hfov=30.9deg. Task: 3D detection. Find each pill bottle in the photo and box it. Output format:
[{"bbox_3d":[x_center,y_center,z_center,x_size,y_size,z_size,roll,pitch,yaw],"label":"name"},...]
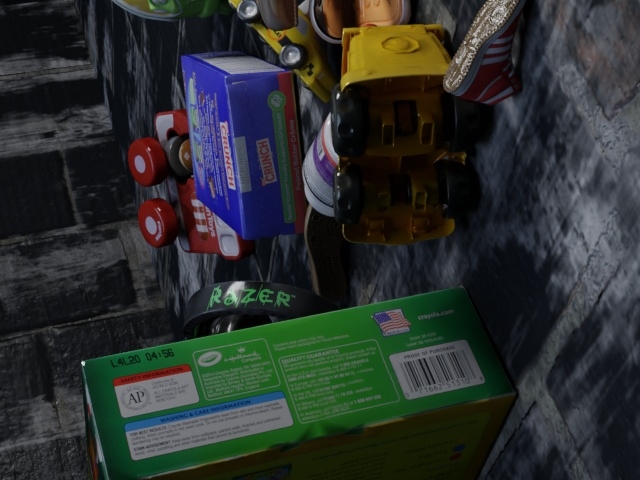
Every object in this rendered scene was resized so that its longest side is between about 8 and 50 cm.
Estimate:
[{"bbox_3d":[0.038,-0.098,1.453,0.193,0.108,0.108,126,131,-68],"label":"pill bottle"}]

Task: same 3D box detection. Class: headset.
[{"bbox_3d":[-0.065,0.146,1.790,0.394,0.244,0.185,73,-159,-59],"label":"headset"}]

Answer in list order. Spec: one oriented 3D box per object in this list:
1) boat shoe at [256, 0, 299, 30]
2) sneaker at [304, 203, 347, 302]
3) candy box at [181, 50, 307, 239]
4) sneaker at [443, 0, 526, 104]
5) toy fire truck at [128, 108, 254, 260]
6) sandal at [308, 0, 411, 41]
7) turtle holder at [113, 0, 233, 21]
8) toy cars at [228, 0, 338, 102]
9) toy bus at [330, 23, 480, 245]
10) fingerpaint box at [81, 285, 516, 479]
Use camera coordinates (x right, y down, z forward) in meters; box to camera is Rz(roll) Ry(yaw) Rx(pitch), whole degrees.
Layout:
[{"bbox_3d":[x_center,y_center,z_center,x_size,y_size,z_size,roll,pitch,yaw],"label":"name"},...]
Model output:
[{"bbox_3d":[-0.031,-0.424,1.439,0.123,0.117,0.324,-126,34,-71],"label":"boat shoe"},{"bbox_3d":[0.000,0.000,1.708,0.071,0.066,0.188,-127,31,-57],"label":"sneaker"},{"bbox_3d":[-0.132,-0.169,1.936,0.317,0.122,0.268,-140,43,-66],"label":"candy box"},{"bbox_3d":[0.173,-0.182,1.095,0.118,0.067,0.042,-57,35,23],"label":"sneaker"},{"bbox_3d":[-0.238,-0.113,2.302,0.254,0.169,0.302,2,104,48],"label":"toy fire truck"},{"bbox_3d":[0.029,-0.293,1.409,0.265,0.076,0.101,-163,63,-71],"label":"sandal"},{"bbox_3d":[-0.271,-0.476,2.006,0.243,0.228,0.320,113,143,-60],"label":"turtle holder"},{"bbox_3d":[-0.062,-0.324,1.648,0.176,0.087,0.393,45,-175,-30],"label":"toy cars"},{"bbox_3d":[0.077,-0.135,1.272,0.211,0.150,0.220,-101,8,-50],"label":"toy bus"},{"bbox_3d":[-0.043,0.254,1.359,0.371,0.445,0.163,100,154,-51],"label":"fingerpaint box"}]
